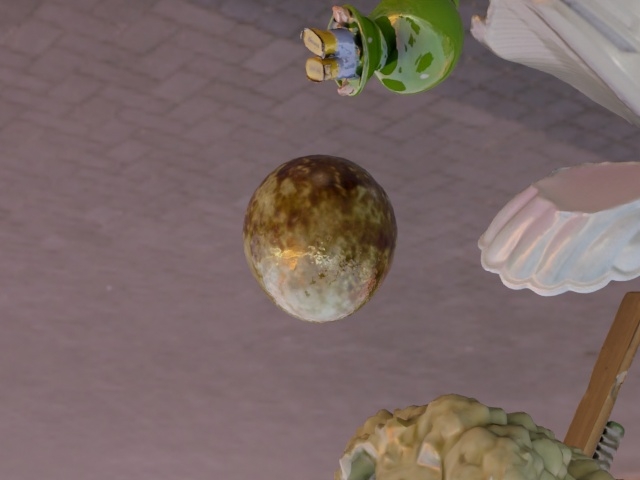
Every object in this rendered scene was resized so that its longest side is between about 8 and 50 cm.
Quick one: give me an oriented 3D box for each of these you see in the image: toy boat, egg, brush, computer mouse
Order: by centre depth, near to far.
[{"bbox_3d":[0.270,-0.191,0.910,0.145,0.228,0.429,39,-167,38],"label":"computer mouse"},{"bbox_3d":[0.308,0.175,1.302,0.048,0.282,0.054,34,157,-17],"label":"brush"},{"bbox_3d":[0.343,-0.028,1.534,0.290,0.199,0.100,-12,126,-8],"label":"toy boat"},{"bbox_3d":[0.000,0.000,1.839,0.238,0.289,0.238,-1,123,-2],"label":"egg"}]

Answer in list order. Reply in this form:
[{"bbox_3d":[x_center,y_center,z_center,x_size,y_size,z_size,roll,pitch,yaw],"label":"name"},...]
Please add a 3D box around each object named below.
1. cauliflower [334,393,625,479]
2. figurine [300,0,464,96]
[{"bbox_3d":[0.053,0.203,0.602,0.281,0.260,0.327,0,125,5],"label":"cauliflower"},{"bbox_3d":[0.095,-0.279,1.727,0.263,0.162,0.143,-17,-160,-33],"label":"figurine"}]
